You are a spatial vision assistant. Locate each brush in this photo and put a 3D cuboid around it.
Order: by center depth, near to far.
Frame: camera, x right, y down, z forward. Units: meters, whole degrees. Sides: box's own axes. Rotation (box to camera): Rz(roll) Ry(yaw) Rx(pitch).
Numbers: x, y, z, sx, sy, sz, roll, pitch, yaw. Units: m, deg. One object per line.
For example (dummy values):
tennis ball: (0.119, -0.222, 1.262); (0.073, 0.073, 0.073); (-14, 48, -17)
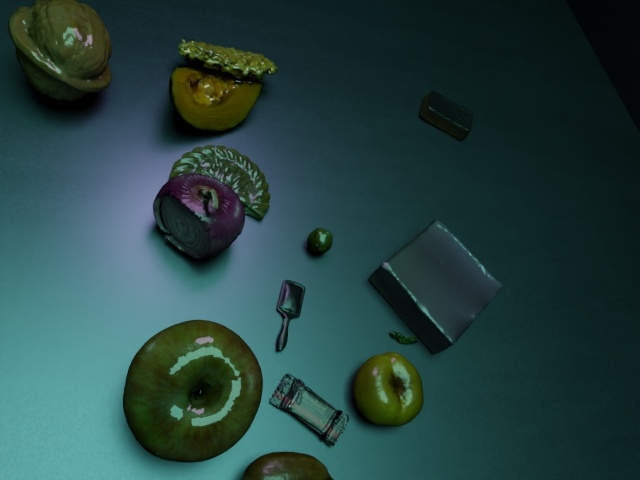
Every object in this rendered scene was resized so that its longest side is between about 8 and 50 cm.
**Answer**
brush: (-0.080, 0.184, 1.235); (0.063, 0.016, 0.193); (20, 55, -13)
brush: (0.469, -0.465, 1.852); (0.197, 0.059, 0.123); (25, 53, -10)

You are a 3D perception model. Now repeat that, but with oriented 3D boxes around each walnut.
walnut: (-0.062, 0.489, 1.013); (0.207, 0.116, 0.116); (12, 57, -28)
walnut: (-0.627, -0.465, 1.225); (0.257, 0.224, 0.257); (39, 27, -24)

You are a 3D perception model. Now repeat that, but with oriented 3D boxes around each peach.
peach: (0.163, 0.354, 1.198); (0.179, 0.103, 0.179); (11, 62, -22)

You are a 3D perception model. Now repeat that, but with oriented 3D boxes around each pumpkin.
pumpkin: (-0.331, -0.400, 1.410); (0.169, 0.148, 0.312); (29, 28, 33)

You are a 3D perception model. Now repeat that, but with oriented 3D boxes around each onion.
onion: (-0.279, -0.069, 1.202); (0.207, 0.200, 0.200); (13, 50, 21)

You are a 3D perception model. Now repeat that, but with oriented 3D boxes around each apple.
apple: (-0.246, 0.286, 0.971); (0.264, 0.264, 0.264); (12, 57, -19)

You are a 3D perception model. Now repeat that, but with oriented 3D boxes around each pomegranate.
pomegranate: (-0.002, 0.004, 1.355); (0.073, 0.084, 0.073); (0, 79, 0)

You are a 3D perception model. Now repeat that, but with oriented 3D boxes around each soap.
soap: (0.328, 0.118, 1.413); (0.296, 0.107, 0.285); (-33, 80, -36)

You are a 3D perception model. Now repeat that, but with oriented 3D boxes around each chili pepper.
chili pepper: (0.221, 0.259, 1.333); (0.083, 0.022, 0.027); (17, 89, -17)

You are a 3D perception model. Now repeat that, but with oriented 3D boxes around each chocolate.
chocolate: (-0.024, 0.384, 1.139); (0.182, 0.028, 0.086); (34, 60, -2)

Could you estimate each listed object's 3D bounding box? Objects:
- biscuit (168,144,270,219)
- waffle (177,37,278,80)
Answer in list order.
biscuit: (-0.254, -0.178, 1.353); (0.273, 0.036, 0.187); (20, 55, -14)
waffle: (-0.270, -0.534, 1.484); (0.280, 0.060, 0.262); (16, 24, 0)
